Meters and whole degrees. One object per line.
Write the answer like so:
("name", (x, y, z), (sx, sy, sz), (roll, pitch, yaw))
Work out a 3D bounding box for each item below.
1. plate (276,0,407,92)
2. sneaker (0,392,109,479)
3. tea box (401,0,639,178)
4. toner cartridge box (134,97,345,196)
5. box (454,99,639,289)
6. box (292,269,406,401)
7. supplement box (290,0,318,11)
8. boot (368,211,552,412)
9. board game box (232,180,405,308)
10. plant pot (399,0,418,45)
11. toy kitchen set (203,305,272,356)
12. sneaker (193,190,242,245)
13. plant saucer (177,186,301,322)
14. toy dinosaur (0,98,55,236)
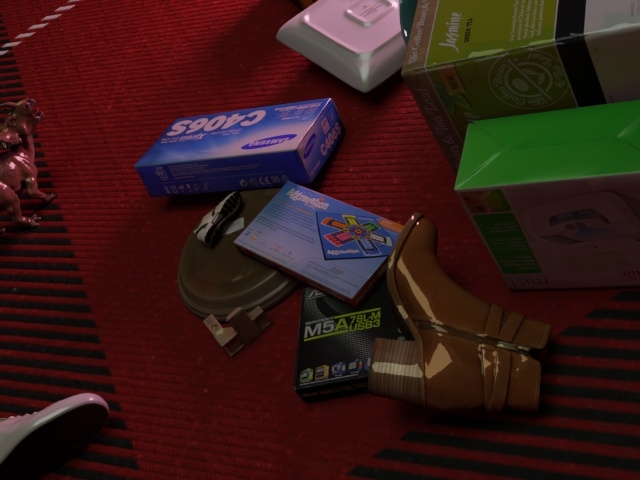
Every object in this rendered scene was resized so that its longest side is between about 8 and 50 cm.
("plate", (0.094, -0.413, 1.852), (0.277, 0.045, 0.278), (-39, 50, -16))
("sneaker", (-0.467, 0.302, 1.573), (0.290, 0.106, 0.123), (-32, 45, 5))
("tea box", (0.329, -0.216, 1.369), (0.324, 0.329, 0.220), (-7, 50, 29))
("toner cartridge box", (-0.146, -0.163, 1.785), (0.348, 0.075, 0.165), (-3, 38, 30))
("box", (0.339, -0.052, 1.287), (0.262, 0.231, 0.126), (-3, 51, 30))
("box", (0.059, 0.131, 1.439), (0.191, 0.045, 0.184), (-13, 49, 22))
("supplement box", (-0.012, -0.596, 2.075), (0.191, 0.129, 0.194), (-36, 42, -2))
("boot", (0.192, 0.093, 1.314), (0.220, 0.109, 0.283), (4, 53, 14))
("board game box", (0.000, 0.000, 1.547), (0.281, 0.027, 0.145), (24, 67, 44))
("plant pot", (0.282, -0.441, 1.637), (0.235, 0.293, 0.293), (6, 45, -12))
("toy kitchen set", (-0.136, 0.118, 1.557), (0.083, 0.068, 0.075), (-40, 42, -6))
("sneaker", (-0.174, -0.042, 1.688), (0.044, 0.040, 0.109), (18, 63, 44))
("plant saucer", (-0.125, 0.012, 1.668), (0.278, 0.041, 0.277), (-18, 45, 19))
("toy dinosaur", (-0.645, -0.126, 2.002), (0.127, 0.200, 0.295), (2, 55, 34))
